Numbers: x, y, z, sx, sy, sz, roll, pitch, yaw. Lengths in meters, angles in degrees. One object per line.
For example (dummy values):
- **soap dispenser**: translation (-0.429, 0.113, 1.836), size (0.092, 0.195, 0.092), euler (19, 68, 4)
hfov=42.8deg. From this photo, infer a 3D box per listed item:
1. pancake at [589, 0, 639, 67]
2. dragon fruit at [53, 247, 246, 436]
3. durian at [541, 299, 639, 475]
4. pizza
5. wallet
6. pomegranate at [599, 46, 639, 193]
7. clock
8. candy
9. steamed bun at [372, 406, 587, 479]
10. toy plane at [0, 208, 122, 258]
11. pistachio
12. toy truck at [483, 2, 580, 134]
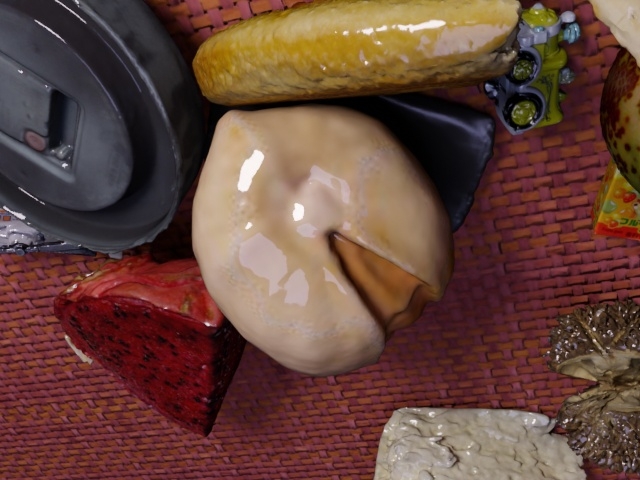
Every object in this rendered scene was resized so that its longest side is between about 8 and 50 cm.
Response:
- **pancake**: translation (0.302, -0.203, 0.511), size (0.356, 0.356, 0.065), euler (24, 168, -10)
- **dragon fruit**: translation (-0.181, 0.074, 0.934), size (0.205, 0.152, 0.317), euler (22, 147, 3)
- **durian**: translation (0.325, 0.157, 0.896), size (0.166, 0.196, 0.196), euler (9, 132, 16)
- **pizza**: translation (0.009, -0.146, 0.626), size (0.257, 0.268, 0.087), euler (-7, 100, 5)
- **wallet**: translation (0.025, -0.098, 0.821), size (0.285, 0.030, 0.146), euler (14, 129, -1)
- **pomegranate**: translation (0.307, -0.107, 0.617), size (0.214, 0.214, 0.247), euler (-36, 153, 34)
- **clock**: translation (-0.257, -0.131, 0.769), size (0.325, 0.067, 0.325), euler (17, 136, 17)
- **candy**: translation (0.310, -0.057, 0.792), size (0.062, 0.038, 0.122), euler (9, 131, 3)
- **steamed bun**: translation (0.193, 0.391, 1.050), size (0.290, 0.272, 0.274), euler (15, 132, 4)
- **toy plane**: translation (-0.321, -0.009, 0.937), size (0.197, 0.078, 0.053), euler (4, 130, -12)
- **pistachio**: translation (0.000, 0.000, 0.740), size (0.229, 0.230, 0.309), euler (-5, 155, 16)
- **toy truck**: translation (0.188, -0.154, 0.717), size (0.076, 0.076, 0.111), euler (-10, 127, -3)
